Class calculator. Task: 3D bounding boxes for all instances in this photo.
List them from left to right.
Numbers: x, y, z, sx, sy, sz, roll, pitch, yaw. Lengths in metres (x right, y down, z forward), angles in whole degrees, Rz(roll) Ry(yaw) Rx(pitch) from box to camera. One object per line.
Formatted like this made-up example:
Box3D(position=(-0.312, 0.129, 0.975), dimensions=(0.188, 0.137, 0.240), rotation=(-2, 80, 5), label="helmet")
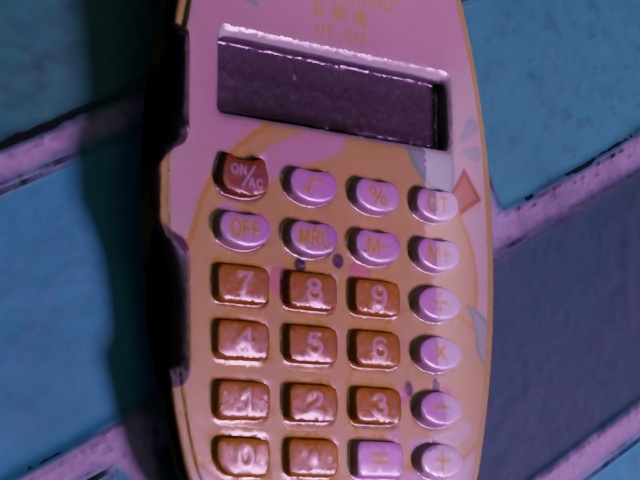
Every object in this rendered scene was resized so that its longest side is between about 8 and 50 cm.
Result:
Box3D(position=(0.000, 0.000, 0.667), dimensions=(0.157, 0.033, 0.237), rotation=(8, 75, -40), label="calculator")
